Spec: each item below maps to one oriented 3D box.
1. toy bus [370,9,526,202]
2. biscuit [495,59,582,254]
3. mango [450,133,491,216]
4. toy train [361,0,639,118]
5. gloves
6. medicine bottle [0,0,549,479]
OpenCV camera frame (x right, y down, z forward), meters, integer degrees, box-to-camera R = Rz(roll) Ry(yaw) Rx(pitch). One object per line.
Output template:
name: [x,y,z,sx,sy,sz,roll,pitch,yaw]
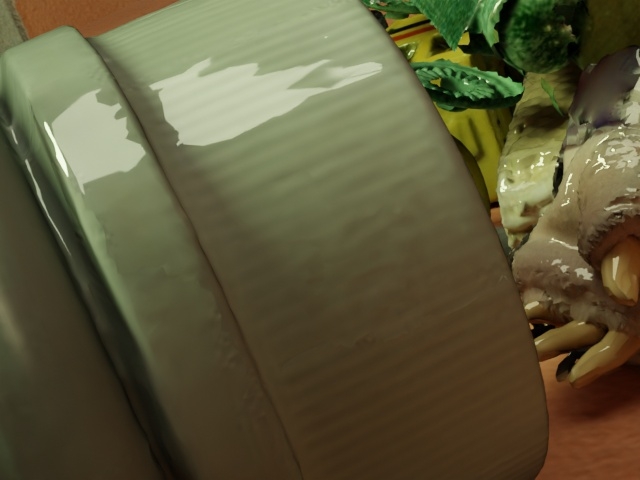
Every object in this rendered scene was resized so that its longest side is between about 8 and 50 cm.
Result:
toy bus: [-0.030,-0.055,0.930,0.335,0.121,0.123,-14,26,21]
biscuit: [0.195,-0.096,0.846,0.144,0.078,0.426,-14,20,20]
mango: [0.000,0.000,0.771,0.195,0.098,0.137,-18,19,38]
toy train: [0.108,-0.147,0.768,0.189,0.126,0.307,10,22,-14]
gloves: [0.135,-0.009,0.602,0.094,0.144,0.110,16,6,-22]
medicine bottle: [-0.105,0.055,0.475,0.306,0.245,0.245,-25,17,-11]
